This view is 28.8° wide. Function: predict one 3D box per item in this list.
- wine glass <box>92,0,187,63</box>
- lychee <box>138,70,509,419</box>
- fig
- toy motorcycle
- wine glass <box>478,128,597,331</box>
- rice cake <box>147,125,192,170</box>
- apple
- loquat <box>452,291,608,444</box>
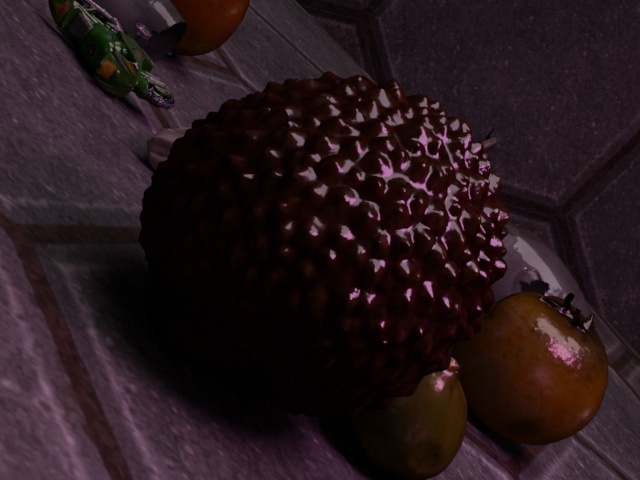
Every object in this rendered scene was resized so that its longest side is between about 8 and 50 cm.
[{"bbox_3d":[-0.253,-0.433,1.713,0.309,0.264,0.096,46,-3,8],"label":"wine glass"},{"bbox_3d":[0.000,0.000,1.075,0.306,0.330,0.306,46,-15,16],"label":"lychee"},{"bbox_3d":[0.080,0.165,1.201,0.136,0.120,0.153,50,-12,3],"label":"fig"},{"bbox_3d":[-0.253,-0.227,1.517,0.190,0.074,0.106,50,23,23],"label":"toy motorcycle"},{"bbox_3d":[0.256,0.032,1.814,0.357,0.190,0.190,64,15,4],"label":"wine glass"},{"bbox_3d":[-0.144,-0.110,1.494,0.057,0.052,0.256,11,10,9],"label":"rice cake"},{"bbox_3d":[-0.202,-0.373,1.841,0.196,0.196,0.196,41,13,-12],"label":"apple"},{"bbox_3d":[0.278,0.161,1.606,0.213,0.213,0.213,41,13,-12],"label":"loquat"}]
